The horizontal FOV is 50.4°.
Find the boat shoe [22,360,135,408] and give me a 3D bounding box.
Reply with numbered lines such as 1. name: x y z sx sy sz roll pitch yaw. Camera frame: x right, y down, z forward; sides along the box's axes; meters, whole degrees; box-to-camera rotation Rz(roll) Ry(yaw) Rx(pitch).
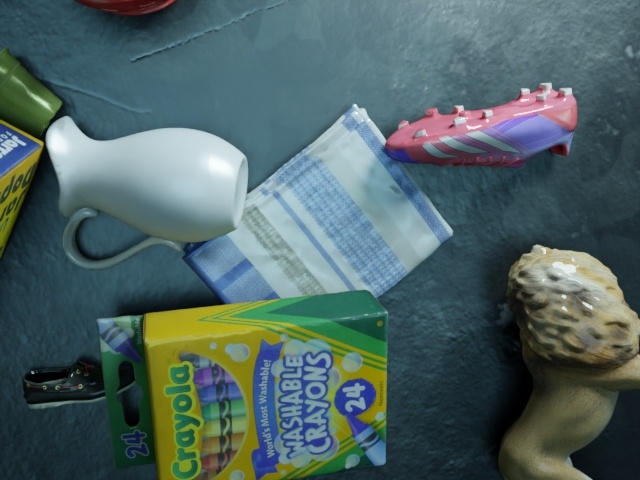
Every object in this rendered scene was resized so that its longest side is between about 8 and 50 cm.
1. boat shoe: -0.288 0.168 0.813 0.133 0.049 0.041 -8 107 -2

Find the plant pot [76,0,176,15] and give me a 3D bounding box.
1. plant pot: -0.206 -0.323 0.692 0.191 0.174 0.191 -1 97 -8

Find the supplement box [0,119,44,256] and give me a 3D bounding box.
1. supplement box: -0.497 -0.074 0.652 0.357 0.194 0.195 29 117 -11

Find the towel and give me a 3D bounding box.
1. towel: 0.000 0.000 0.836 0.285 0.034 0.209 -39 103 1

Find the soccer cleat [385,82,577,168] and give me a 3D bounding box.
1. soccer cleat: 0.198 -0.118 0.814 0.248 0.083 0.095 -17 115 -14

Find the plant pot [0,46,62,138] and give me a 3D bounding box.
1. plant pot: -0.334 -0.156 0.753 0.079 0.083 0.083 35 92 -22

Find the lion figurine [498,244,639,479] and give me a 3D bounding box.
1. lion figurine: 0.310 0.212 0.854 0.240 0.142 0.391 14 100 -2

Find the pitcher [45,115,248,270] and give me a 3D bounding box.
1. pitcher: -0.193 -0.042 0.769 0.207 0.125 0.177 7 111 2

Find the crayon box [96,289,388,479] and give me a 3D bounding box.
1. crayon box: -0.086 0.180 0.794 0.323 0.083 0.203 -5 107 -12
